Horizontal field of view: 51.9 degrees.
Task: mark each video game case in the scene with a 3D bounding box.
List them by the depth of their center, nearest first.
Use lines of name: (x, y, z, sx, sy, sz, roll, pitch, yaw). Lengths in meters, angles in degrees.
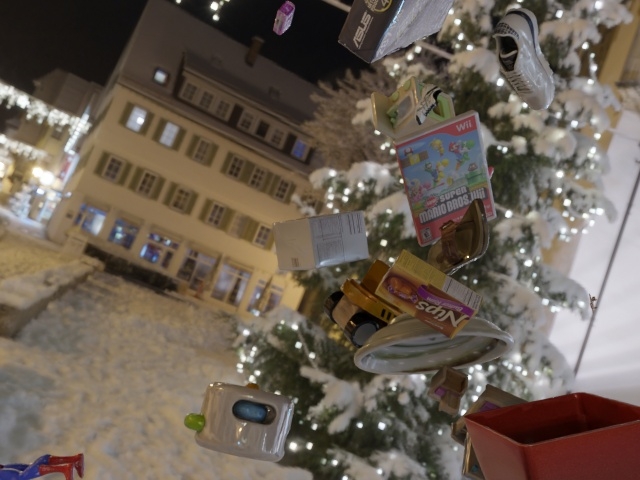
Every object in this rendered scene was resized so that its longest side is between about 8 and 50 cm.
video game case: (0.297, -0.140, 1.545, 0.025, 0.204, 0.285, -119, -171, -60)

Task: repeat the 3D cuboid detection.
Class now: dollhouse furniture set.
dollhouse furniture set: (0.368, 0.521, 1.591, 0.286, 0.303, 0.198, 24, -51, -2)

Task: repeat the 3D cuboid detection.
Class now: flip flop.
flip flop: (0.295, 0.002, 1.475, 0.080, 0.112, 0.277, 2, -24, -18)

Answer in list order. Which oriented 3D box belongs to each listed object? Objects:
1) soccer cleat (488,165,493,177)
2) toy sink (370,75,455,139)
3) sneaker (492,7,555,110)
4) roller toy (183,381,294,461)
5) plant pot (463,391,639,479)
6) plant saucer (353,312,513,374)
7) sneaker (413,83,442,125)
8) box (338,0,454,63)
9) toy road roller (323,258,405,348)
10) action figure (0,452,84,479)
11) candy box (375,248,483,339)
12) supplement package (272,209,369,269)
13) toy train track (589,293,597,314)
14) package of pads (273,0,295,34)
soccer cleat: (0.383, -0.231, 1.920, 0.248, 0.095, 0.083, 35, -18, 19)
toy sink: (0.288, -0.391, 2.001, 0.234, 0.152, 0.131, 17, -37, -30)
sneaker: (0.419, -0.362, 1.380, 0.090, 0.095, 0.235, 4, -44, 47)
roller toy: (-0.154, 0.370, 1.369, 0.191, 0.146, 0.209, 3, -18, 31)
plant pot: (0.450, 0.433, 1.194, 0.267, 0.235, 0.267, -9, -3, -10)
plant saucer: (0.280, 0.251, 1.678, 0.400, 0.100, 0.400, -4, -25, -2)
sneaker: (0.207, -0.260, 1.264, 0.037, 0.083, 0.032, 20, 3, 32)
box: (0.218, -0.559, 1.267, 0.097, 0.318, 0.395, 38, -45, 11)
toy road roller: (0.198, 0.211, 1.970, 0.329, 0.240, 0.202, 31, 7, -33)
action figure: (-0.587, 0.465, 1.204, 0.280, 0.139, 0.091, 2, -1, -2)
candy box: (0.217, 0.110, 1.326, 0.187, 0.053, 0.109, 32, -44, 3)
supplement package: (0.000, 0.000, 1.955, 0.203, 0.149, 0.194, -10, 4, -35)
toy train track: (0.625, 0.140, 1.499, 0.014, 0.048, 0.083, -10, 3, 26)
package of pads: (-0.096, -0.591, 1.749, 0.032, 0.050, 0.083, 34, -23, 1)
